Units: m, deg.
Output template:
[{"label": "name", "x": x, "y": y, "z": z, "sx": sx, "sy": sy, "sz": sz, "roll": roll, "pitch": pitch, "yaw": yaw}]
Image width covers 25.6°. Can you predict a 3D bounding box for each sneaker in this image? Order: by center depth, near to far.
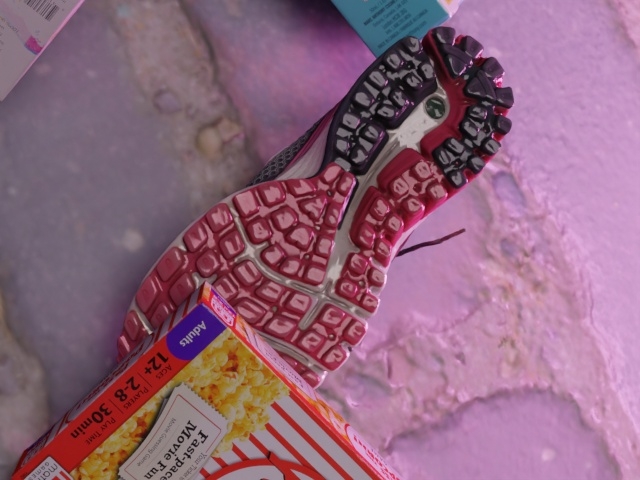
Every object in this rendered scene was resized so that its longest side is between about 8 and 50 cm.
[{"label": "sneaker", "x": 0.000, "y": 0.000, "z": 0.867, "sx": 0.299, "sy": 0.112, "sz": 0.121, "roll": -43, "pitch": 93, "yaw": -18}]

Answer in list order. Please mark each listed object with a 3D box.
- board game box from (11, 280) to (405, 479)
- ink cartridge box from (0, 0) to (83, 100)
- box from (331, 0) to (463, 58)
[{"label": "board game box", "x": -0.049, "y": 0.142, "z": 0.783, "sx": 0.147, "sy": 0.045, "sz": 0.193, "roll": -44, "pitch": 100, "yaw": 8}, {"label": "ink cartridge box", "x": -0.176, "y": -0.158, "z": 0.797, "sx": 0.092, "sy": 0.143, "sz": 0.090, "roll": 40, "pitch": 43, "yaw": -14}, {"label": "box", "x": -0.002, "y": -0.236, "z": 0.929, "sx": 0.244, "sy": 0.060, "sz": 0.100, "roll": 51, "pitch": 24, "yaw": -7}]
